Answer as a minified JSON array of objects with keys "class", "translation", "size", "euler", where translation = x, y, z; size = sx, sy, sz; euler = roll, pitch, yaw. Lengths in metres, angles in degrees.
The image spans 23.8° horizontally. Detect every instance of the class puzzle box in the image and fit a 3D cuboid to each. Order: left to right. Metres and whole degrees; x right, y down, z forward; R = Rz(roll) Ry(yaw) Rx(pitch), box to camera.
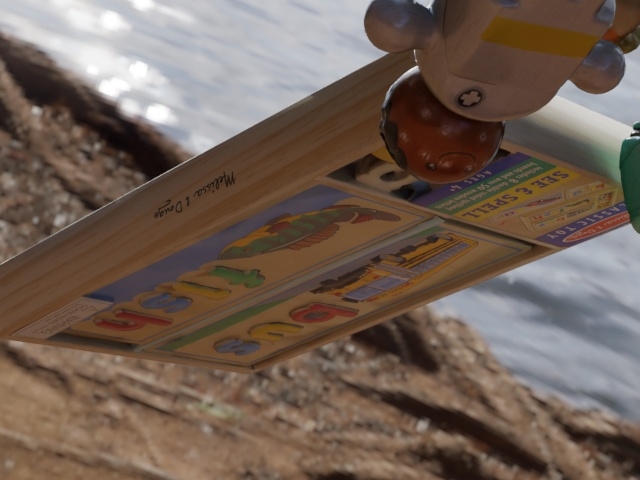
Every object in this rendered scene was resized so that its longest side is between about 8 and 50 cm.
[{"class":"puzzle box","translation":[0.000,0.000,1.039],"size":[0.272,0.409,0.052],"euler":[13,61,-46]}]

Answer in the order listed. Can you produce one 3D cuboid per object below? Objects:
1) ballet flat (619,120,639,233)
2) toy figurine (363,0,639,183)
[{"class":"ballet flat","translation":[0.280,-0.025,0.863],"size":[0.083,0.087,0.247],"euler":[4,0,-44]},{"class":"toy figurine","translation":[0.050,-0.141,0.607],"size":[0.209,0.148,0.213],"euler":[41,50,5]}]
